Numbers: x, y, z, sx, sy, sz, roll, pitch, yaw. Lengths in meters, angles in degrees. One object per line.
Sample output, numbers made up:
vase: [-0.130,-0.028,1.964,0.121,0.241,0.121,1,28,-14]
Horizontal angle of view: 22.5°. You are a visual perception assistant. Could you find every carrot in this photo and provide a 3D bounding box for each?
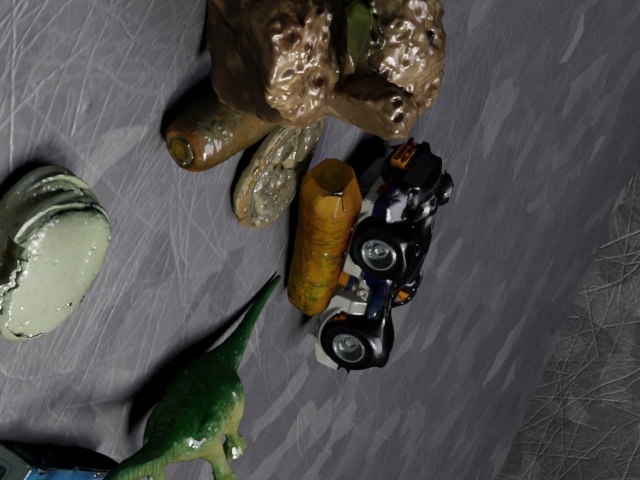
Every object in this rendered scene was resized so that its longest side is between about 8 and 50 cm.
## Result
carrot: [-0.032,-0.156,1.538,0.342,0.070,0.070,-42,153,-47]
carrot: [0.000,0.000,1.803,0.070,0.070,0.260,-50,166,-30]

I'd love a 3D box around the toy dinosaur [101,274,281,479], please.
toy dinosaur: [-0.141,0.154,1.652,0.301,0.087,0.447,76,27,-54]

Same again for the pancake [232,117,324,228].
pancake: [-0.042,-0.081,1.673,0.158,0.028,0.158,-52,163,-24]

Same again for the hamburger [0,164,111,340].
hamburger: [-0.223,0.012,1.285,0.140,0.062,0.133,-58,160,-3]

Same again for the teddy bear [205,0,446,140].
teddy bear: [0.012,-0.193,1.357,0.223,0.246,0.296,-29,164,-10]

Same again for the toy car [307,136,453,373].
toy car: [0.074,0.012,1.962,0.193,0.118,0.301,-52,160,-49]

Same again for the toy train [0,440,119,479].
toy train: [-0.251,0.225,1.530,0.051,0.052,0.234,-58,162,0]
